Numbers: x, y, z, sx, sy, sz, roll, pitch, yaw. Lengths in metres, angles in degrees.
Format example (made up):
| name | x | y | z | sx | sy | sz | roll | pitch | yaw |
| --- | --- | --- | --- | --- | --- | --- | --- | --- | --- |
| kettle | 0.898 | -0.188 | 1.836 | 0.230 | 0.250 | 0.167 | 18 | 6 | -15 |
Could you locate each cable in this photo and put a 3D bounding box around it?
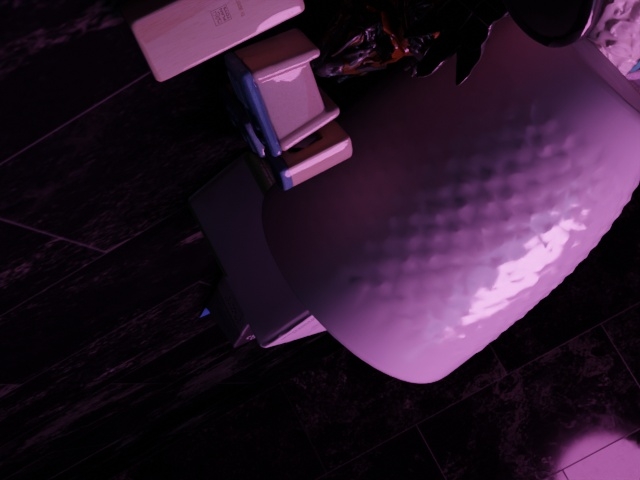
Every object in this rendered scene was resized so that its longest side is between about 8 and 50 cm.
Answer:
| name | x | y | z | sx | sy | sz | roll | pitch | yaw |
| --- | --- | --- | --- | --- | --- | --- | --- | --- | --- |
| cable | 0.020 | -0.152 | 0.962 | 0.184 | 0.047 | 0.151 | -38 | 164 | 33 |

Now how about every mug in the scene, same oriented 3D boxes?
| name | x | y | z | sx | sy | sz | roll | pitch | yaw |
| --- | --- | --- | --- | --- | --- | --- | --- | --- | --- |
| mug | 0.156 | -0.084 | 0.958 | 0.328 | 0.276 | 0.374 | -44 | -168 | 25 |

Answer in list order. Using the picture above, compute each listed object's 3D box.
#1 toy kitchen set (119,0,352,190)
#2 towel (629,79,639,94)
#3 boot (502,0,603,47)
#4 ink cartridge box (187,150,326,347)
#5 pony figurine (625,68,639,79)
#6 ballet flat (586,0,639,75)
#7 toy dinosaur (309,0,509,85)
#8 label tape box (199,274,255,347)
| name | x | y | z | sx | sy | sz | roll | pitch | yaw |
| --- | --- | --- | --- | --- | --- | --- | --- | --- | --- |
| toy kitchen set | -0.079 | -0.145 | 0.759 | 0.122 | 0.166 | 0.207 | -28 | 130 | -7 |
| towel | 0.515 | -0.206 | 1.334 | 0.285 | 0.209 | 0.034 | -36 | 151 | -13 |
| boot | 0.214 | -0.262 | 0.581 | 0.229 | 0.262 | 0.091 | -14 | -161 | -33 |
| ink cartridge box | 0.000 | 0.000 | 1.147 | 0.117 | 0.201 | 0.278 | -36 | 165 | 30 |
| pony figurine | 0.530 | -0.237 | 1.162 | 0.303 | 0.363 | 0.351 | -41 | -179 | 18 |
| ballet flat | 0.286 | -0.294 | 0.845 | 0.147 | 0.147 | 0.409 | -26 | 161 | -12 |
| toy dinosaur | 0.108 | -0.235 | 0.721 | 0.322 | 0.164 | 0.218 | -56 | 171 | 26 |
| label tape box | -0.049 | 0.075 | 1.539 | 0.241 | 0.105 | 0.333 | -22 | 165 | -24 |
